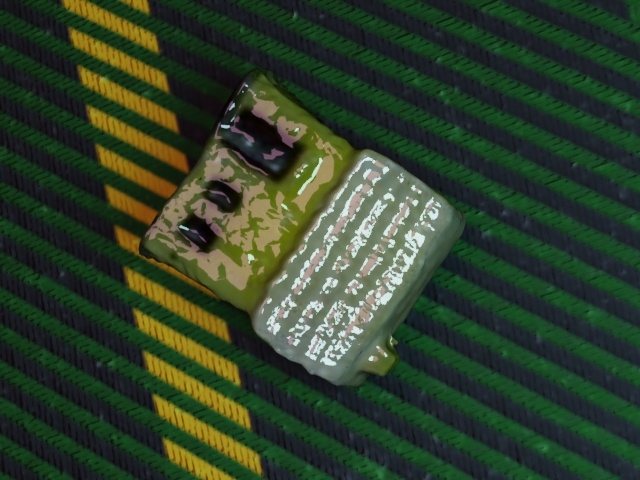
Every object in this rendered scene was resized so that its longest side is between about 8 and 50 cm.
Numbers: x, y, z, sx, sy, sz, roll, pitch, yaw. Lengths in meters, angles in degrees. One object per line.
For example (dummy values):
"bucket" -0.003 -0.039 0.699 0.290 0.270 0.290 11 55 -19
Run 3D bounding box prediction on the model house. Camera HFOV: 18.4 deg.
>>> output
"model house" 0.000 0.000 1.695 0.234 0.175 0.193 34 90 13
